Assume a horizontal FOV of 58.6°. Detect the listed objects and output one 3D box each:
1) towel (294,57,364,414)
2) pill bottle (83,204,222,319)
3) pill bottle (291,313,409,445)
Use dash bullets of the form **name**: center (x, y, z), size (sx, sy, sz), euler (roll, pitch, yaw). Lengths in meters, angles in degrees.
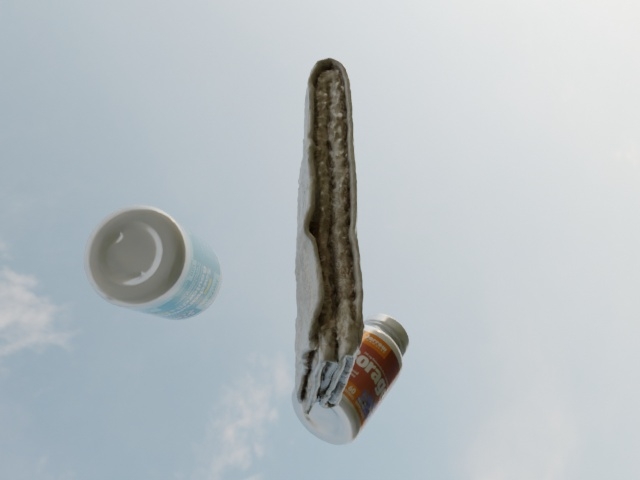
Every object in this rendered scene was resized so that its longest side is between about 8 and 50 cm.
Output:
- **towel**: center (0.000, 0.000, 0.521), size (0.049, 0.187, 0.282), euler (2, -121, -5)
- **pill bottle**: center (-0.240, 0.046, 0.890), size (0.264, 0.146, 0.146), euler (63, -138, -76)
- **pill bottle**: center (0.058, 0.214, 0.927), size (0.216, 0.121, 0.121), euler (-41, -63, -45)
